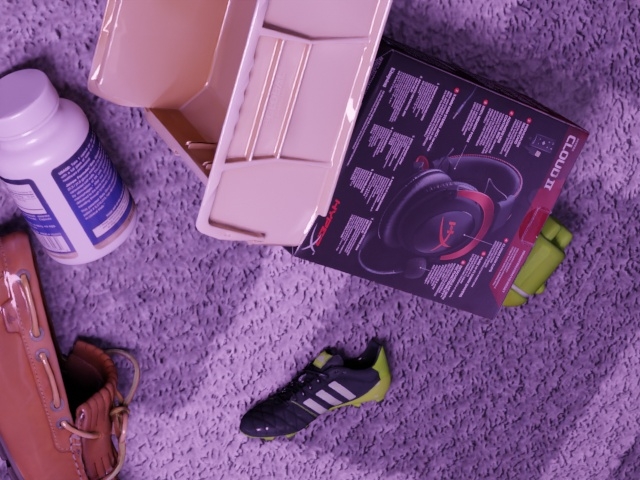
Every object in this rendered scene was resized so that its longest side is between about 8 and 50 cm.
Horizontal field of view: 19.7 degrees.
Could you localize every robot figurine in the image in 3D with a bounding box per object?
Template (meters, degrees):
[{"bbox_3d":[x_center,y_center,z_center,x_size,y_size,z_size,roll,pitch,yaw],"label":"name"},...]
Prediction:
[{"bbox_3d":[0.213,0.022,1.949,0.115,0.067,0.101,-51,137,9],"label":"robot figurine"}]

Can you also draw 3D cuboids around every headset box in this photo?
[{"bbox_3d":[0.109,-0.061,1.802,0.293,0.110,0.218,18,104,-35],"label":"headset box"}]

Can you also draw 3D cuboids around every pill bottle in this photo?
[{"bbox_3d":[-0.237,-0.067,1.639,0.094,0.094,0.169,-31,129,-7],"label":"pill bottle"}]

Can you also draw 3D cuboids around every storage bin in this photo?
[{"bbox_3d":[-0.077,-0.167,1.553,0.123,0.262,0.260,2,119,-31],"label":"storage bin"}]

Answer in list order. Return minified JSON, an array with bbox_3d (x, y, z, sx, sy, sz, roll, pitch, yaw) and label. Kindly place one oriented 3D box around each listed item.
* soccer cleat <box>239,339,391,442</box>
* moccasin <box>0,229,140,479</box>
[{"bbox_3d":[-0.008,0.156,1.932,0.179,0.060,0.072,-19,117,-24],"label":"soccer cleat"},{"bbox_3d":[-0.246,0.148,1.758,0.147,0.139,0.380,-23,119,-2],"label":"moccasin"}]
